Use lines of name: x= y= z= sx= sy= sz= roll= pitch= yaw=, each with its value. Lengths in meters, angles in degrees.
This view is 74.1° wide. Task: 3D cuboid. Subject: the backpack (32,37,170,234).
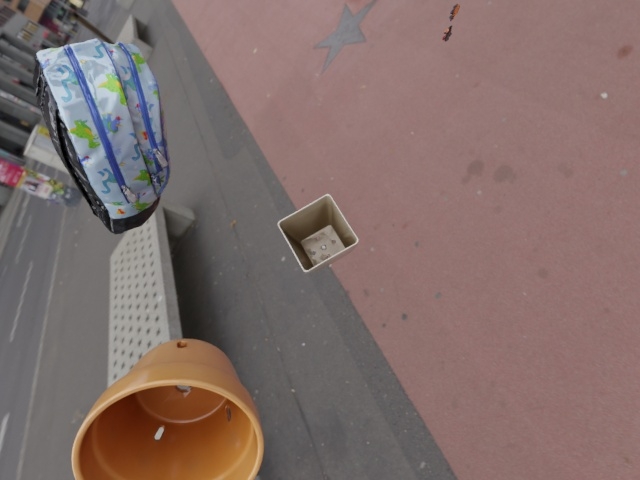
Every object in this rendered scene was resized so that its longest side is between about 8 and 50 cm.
backpack: x=-0.436 y=-0.229 z=0.869 sx=0.274 sy=0.355 sz=0.290 roll=-24 pitch=64 yaw=-7

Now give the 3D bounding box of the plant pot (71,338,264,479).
plant pot: x=-0.256 y=0.314 z=0.766 sx=0.290 sy=0.291 sz=0.203 roll=-56 pitch=20 yaw=9

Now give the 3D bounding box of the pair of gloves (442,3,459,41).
pair of gloves: x=0.317 y=-0.526 z=1.026 sx=0.074 sy=0.010 sz=0.083 roll=-48 pitch=-24 yaw=-50

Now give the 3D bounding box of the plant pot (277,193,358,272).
plant pot: x=0.000 y=0.000 z=0.785 sx=0.109 sy=0.096 sz=0.109 roll=-30 pitch=70 yaw=-3
